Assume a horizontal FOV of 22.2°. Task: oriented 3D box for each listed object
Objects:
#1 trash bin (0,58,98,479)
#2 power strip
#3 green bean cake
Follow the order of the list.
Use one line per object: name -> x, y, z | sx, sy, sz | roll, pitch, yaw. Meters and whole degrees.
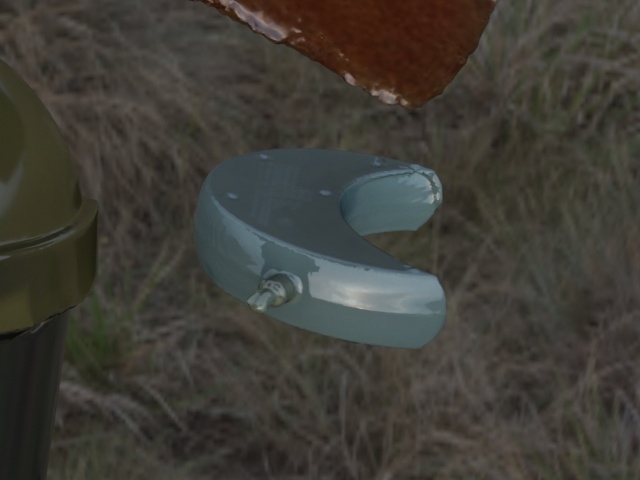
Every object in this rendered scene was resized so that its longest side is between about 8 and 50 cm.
trash bin -> -0.219, 0.050, 0.802 | 0.214, 0.333, 0.214 | 5, 20, -2
power strip -> 0.000, 0.000, 1.046 | 0.168, 0.054, 0.253 | 10, 22, 2
green bean cake -> -0.040, -0.173, 0.731 | 0.233, 0.097, 0.198 | 22, 33, -14
